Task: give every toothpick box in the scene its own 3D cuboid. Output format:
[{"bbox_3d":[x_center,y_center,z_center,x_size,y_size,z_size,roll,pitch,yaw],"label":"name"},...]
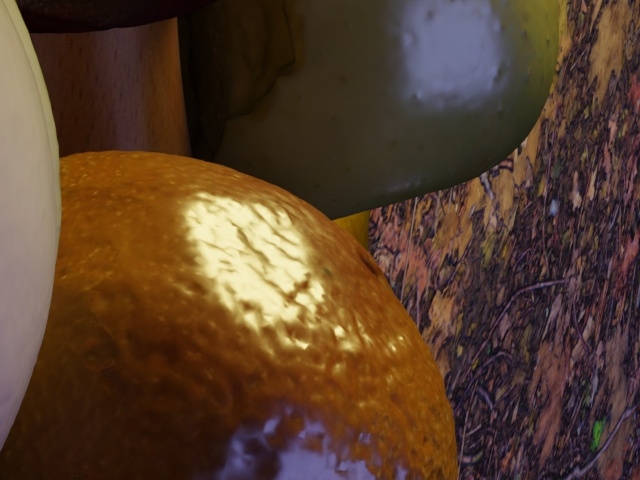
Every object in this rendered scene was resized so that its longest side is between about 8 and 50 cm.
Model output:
[{"bbox_3d":[-0.127,-0.076,0.772,0.192,0.192,0.294,-45,147,-51],"label":"toothpick box"}]

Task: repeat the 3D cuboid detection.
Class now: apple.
[{"bbox_3d":[0.004,-0.134,0.923,0.279,0.279,0.279,-41,137,-54],"label":"apple"}]

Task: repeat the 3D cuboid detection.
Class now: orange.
[{"bbox_3d":[-0.081,0.092,0.639,0.264,0.264,0.264,-41,137,-54],"label":"orange"}]

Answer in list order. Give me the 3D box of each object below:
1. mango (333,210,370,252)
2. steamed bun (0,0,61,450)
[{"bbox_3d":[0.000,0.000,1.220,0.103,0.076,0.161,52,50,-55],"label":"mango"},{"bbox_3d":[-0.212,0.025,0.423,0.309,0.309,0.309,-41,137,-54],"label":"steamed bun"}]
